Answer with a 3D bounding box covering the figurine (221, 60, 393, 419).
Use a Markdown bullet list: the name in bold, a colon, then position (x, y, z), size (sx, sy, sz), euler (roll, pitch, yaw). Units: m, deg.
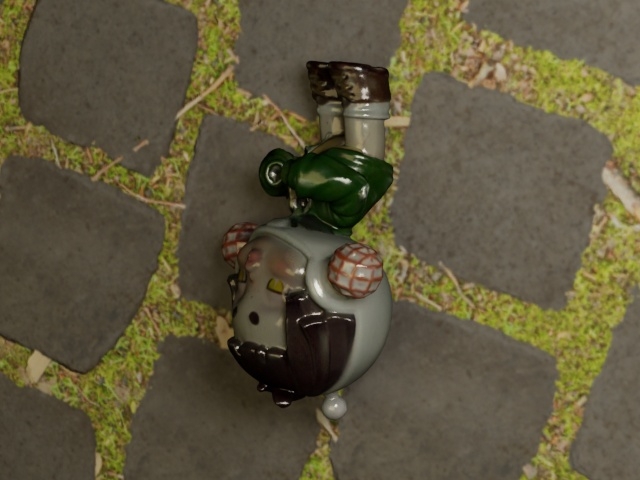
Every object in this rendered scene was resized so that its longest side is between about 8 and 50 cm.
- **figurine**: position (0.000, 0.000, 1.703), size (0.281, 0.167, 0.370), euler (10, 91, 59)
